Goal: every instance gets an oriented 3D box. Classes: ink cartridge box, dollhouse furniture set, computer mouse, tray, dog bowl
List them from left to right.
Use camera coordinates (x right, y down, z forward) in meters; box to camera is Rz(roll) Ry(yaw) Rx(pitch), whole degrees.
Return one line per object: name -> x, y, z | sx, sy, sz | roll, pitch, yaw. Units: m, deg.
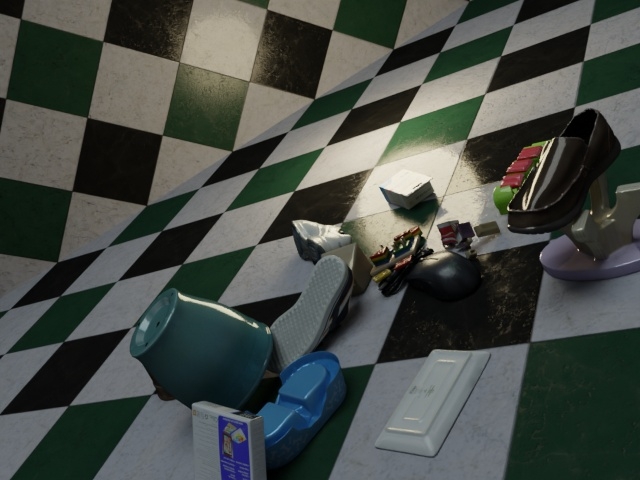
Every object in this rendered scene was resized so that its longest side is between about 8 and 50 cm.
ink cartridge box -> -0.185, 0.441, 1.490 | 0.045, 0.208, 0.206 | -1, 1, -43
dog bowl -> -0.058, 0.364, 1.592 | 0.166, 0.074, 0.297 | 1, 39, 50
ink cartridge box -> 0.269, -0.153, 2.257 | 0.104, 0.062, 0.181 | -35, 24, -11
computer mouse -> 0.267, 0.072, 1.800 | 0.188, 0.072, 0.272 | -39, 25, -22
tray -> 0.217, 0.301, 1.456 | 0.145, 0.030, 0.270 | -6, 33, 44
dollhouse furniture set -> 0.395, 0.005, 1.867 | 0.114, 0.091, 0.081 | -13, -23, -16

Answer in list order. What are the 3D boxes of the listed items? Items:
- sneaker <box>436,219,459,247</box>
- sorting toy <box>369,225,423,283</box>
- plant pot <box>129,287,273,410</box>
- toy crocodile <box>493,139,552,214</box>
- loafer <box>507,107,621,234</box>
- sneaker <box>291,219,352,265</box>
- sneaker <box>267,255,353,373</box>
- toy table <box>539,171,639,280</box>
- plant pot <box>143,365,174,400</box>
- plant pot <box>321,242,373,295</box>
sneaker -> 0.340, -0.017, 1.946 | 0.042, 0.067, 0.118 | -18, -4, 30
sorting toy -> 0.187, 0.029, 1.948 | 0.132, 0.046, 0.274 | -30, 9, 21
plant pot -> -0.295, 0.253, 1.757 | 0.271, 0.255, 0.272 | -39, 29, 27
toy crocodile -> 0.533, -0.171, 1.938 | 0.115, 0.105, 0.340 | -6, 33, 43
loafer -> 0.480, -0.147, 1.518 | 0.133, 0.130, 0.366 | 1, 38, 47
sneaker -> 0.000, 0.000, 2.246 | 0.129, 0.111, 0.297 | -20, 24, -17
sneaker -> -0.017, 0.196, 1.837 | 0.126, 0.127, 0.321 | 34, 88, 28
toy table -> 0.573, -0.031, 1.548 | 0.274, 0.161, 0.252 | -16, 27, 26
plant pot -> -0.406, 0.309, 1.985 | 0.167, 0.165, 0.167 | -25, 24, 12
plant pot -> 0.069, 0.089, 1.963 | 0.109, 0.109, 0.096 | -20, 38, 22
